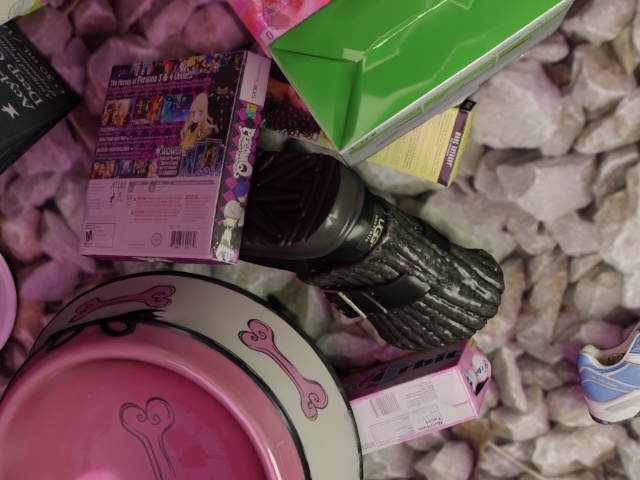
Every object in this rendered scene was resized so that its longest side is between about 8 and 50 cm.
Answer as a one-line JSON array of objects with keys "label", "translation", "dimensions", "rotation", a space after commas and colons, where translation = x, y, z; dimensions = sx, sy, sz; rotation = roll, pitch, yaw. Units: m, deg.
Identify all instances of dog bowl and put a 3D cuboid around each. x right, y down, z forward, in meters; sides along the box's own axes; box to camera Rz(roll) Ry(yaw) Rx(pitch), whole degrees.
[{"label": "dog bowl", "translation": [-0.169, 0.246, 1.740], "dimensions": [0.407, 0.150, 0.408], "rotation": [5, 105, 18]}]

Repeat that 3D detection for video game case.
[{"label": "video game case", "translation": [-0.152, -0.082, 1.695], "dimensions": [0.232, 0.041, 0.210], "rotation": [0, 79, 48]}]

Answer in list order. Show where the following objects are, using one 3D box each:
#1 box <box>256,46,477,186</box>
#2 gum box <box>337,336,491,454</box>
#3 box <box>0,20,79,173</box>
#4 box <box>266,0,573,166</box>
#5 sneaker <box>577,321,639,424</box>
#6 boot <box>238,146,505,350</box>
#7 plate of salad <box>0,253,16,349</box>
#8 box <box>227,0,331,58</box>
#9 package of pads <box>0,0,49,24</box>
[{"label": "box", "translation": [0.039, -0.134, 1.731], "dimensions": [0.232, 0.058, 0.087], "rotation": [17, 109, 7]}, {"label": "gum box", "translation": [0.089, 0.168, 1.781], "dimensions": [0.188, 0.107, 0.062], "rotation": [-20, 101, 18]}, {"label": "box", "translation": [-0.470, -0.149, 1.666], "dimensions": [0.212, 0.395, 0.293], "rotation": [-39, 95, 20]}, {"label": "box", "translation": [0.099, -0.191, 1.571], "dimensions": [0.262, 0.231, 0.127], "rotation": [-34, 88, 4]}, {"label": "sneaker", "translation": [0.364, 0.121, 1.718], "dimensions": [0.211, 0.080, 0.081], "rotation": [-23, 103, 17]}, {"label": "boot", "translation": [-0.001, 0.004, 1.738], "dimensions": [0.260, 0.348, 0.131], "rotation": [30, 82, -38]}, {"label": "plate of salad", "translation": [-0.445, 0.062, 1.907], "dimensions": [0.199, 0.048, 0.200], "rotation": [1, 107, 2]}, {"label": "box", "translation": [0.035, -0.332, 1.629], "dimensions": [0.300, 0.142, 0.154], "rotation": [-35, 94, 20]}, {"label": "package of pads", "translation": [-0.363, -0.382, 1.642], "dimensions": [0.296, 0.101, 0.229], "rotation": [44, 134, 10]}]
